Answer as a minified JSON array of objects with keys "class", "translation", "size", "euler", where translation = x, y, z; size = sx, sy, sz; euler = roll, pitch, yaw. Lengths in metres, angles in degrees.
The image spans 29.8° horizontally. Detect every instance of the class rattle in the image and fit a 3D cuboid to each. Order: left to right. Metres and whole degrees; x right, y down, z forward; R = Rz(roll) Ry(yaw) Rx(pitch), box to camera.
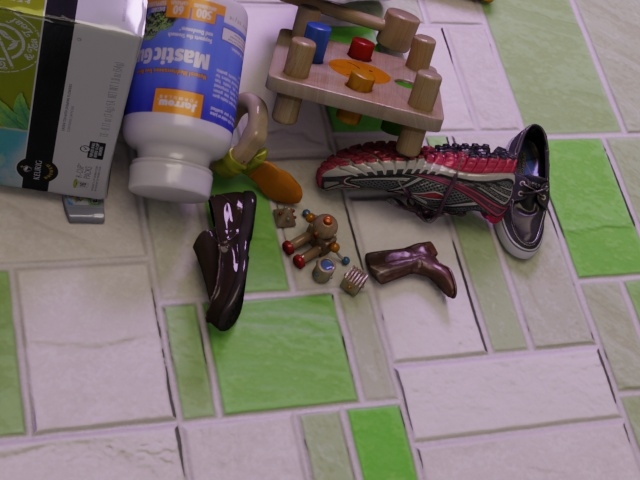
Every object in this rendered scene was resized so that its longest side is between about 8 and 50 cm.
[{"class":"rattle","translation":[-0.096,-0.162,1.758],"size":[0.143,0.130,0.199],"euler":[11,31,-24]}]

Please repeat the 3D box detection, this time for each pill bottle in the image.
[{"class":"pill bottle","translation":[-0.189,-0.194,1.641],"size":[0.152,0.152,0.272],"euler":[9,80,-13]}]

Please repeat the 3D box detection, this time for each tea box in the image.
[{"class":"tea box","translation":[-0.402,-0.251,1.540],"size":[0.323,0.329,0.220],"euler":[9,52,-12]}]

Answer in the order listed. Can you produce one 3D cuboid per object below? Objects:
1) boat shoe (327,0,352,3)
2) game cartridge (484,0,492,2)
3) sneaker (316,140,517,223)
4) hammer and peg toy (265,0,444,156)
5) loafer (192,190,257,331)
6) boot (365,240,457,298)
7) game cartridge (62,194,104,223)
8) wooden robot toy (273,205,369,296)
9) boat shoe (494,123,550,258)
[{"class":"boat shoe","translation":[0.035,-0.429,1.862],"size":[0.113,0.105,0.306],"euler":[25,22,30]},{"class":"game cartridge","translation":[0.152,-0.562,2.099],"size":[0.324,0.052,0.285],"euler":[9,58,-10]},{"class":"sneaker","translation":[0.142,-0.082,1.771],"size":[0.299,0.112,0.121],"euler":[2,16,-5]},{"class":"hammer and peg toy","translation":[0.048,-0.261,1.805],"size":[0.266,0.127,0.361],"euler":[14,25,-5]},{"class":"loafer","translation":[-0.136,0.026,1.633],"size":[0.078,0.080,0.220],"euler":[8,52,-3]},{"class":"boot","translation":[0.127,0.051,1.723],"size":[0.114,0.037,0.106],"euler":[-11,51,-28]},{"class":"game cartridge","translation":[-0.327,-0.062,1.651],"size":[0.056,0.017,0.083],"euler":[-2,60,-15]},{"class":"wooden robot toy","translation":[0.000,0.000,1.685],"size":[0.076,0.079,0.173],"euler":[-31,73,-31]},{"class":"boat shoe","translation":[0.321,-0.082,1.846],"size":[0.080,0.076,0.228],"euler":[18,56,-8]}]
